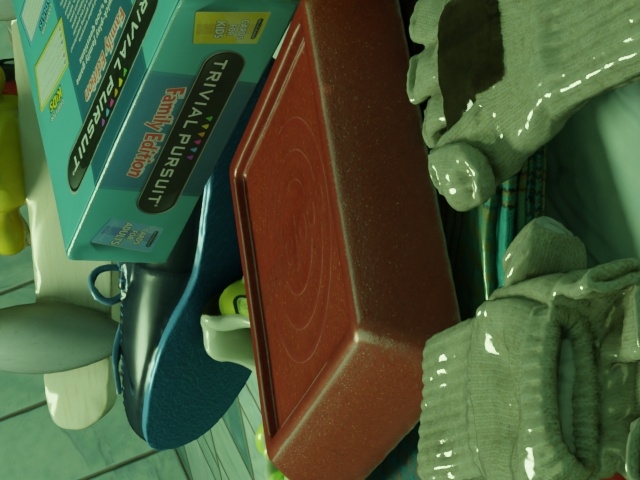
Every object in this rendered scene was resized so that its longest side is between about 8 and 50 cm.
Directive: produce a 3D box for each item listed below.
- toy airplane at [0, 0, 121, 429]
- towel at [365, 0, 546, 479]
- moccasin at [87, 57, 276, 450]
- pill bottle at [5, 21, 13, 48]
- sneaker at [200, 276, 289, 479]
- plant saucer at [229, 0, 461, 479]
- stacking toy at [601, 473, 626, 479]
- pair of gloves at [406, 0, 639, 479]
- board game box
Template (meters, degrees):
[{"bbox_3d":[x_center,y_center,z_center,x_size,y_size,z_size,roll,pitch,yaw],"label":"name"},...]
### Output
[{"bbox_3d":[-0.243,-0.068,1.375,0.386,0.272,0.384,55,130,15],"label":"toy airplane"},{"bbox_3d":[0.053,0.051,0.869,0.271,0.040,0.370,-149,57,-69],"label":"towel"},{"bbox_3d":[-0.097,-0.002,1.215,0.117,0.137,0.342,34,118,35],"label":"moccasin"},{"bbox_3d":[-0.260,-0.299,1.600,0.283,0.161,0.161,90,156,-59],"label":"pill bottle"},{"bbox_3d":[0.040,0.166,1.100,0.145,0.147,0.385,88,157,-51],"label":"sneaker"},{"bbox_3d":[0.000,0.000,0.900,0.258,0.047,0.259,120,144,-60],"label":"plant saucer"},{"bbox_3d":[0.180,0.139,0.540,0.330,0.141,0.141,-115,11,-47],"label":"stacking toy"},{"bbox_3d":[0.079,-0.009,0.638,0.204,0.042,0.240,166,107,-71],"label":"pair of gloves"},{"bbox_3d":[-0.134,-0.193,1.084,0.254,0.079,0.336,-58,39,43],"label":"board game box"}]
